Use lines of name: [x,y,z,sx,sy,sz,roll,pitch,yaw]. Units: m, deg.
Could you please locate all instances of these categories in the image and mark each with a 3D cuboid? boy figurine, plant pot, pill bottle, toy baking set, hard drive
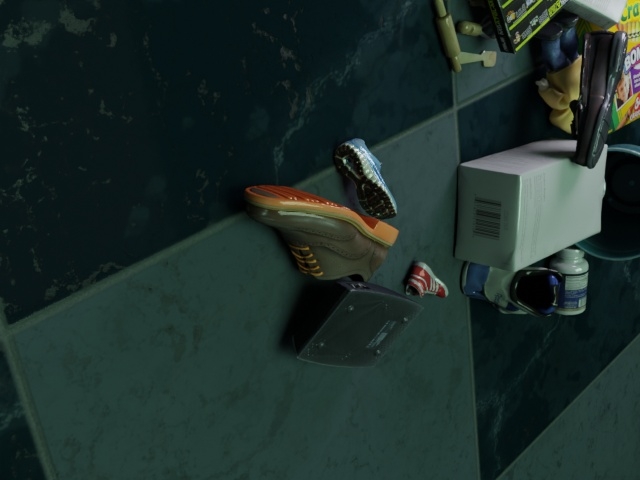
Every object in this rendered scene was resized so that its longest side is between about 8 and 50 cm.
boy figurine: [0.549,-0.367,1.957,0.177,0.092,0.285,-41,131,-19]
plant pot: [0.742,-0.119,2.140,0.255,0.272,0.271,-31,125,-56]
pill bottle: [0.613,0.091,2.171,0.094,0.094,0.169,-21,116,-43]
toy baking set: [0.295,-0.426,1.706,0.197,0.030,0.256,-44,130,-31]
hard drive: [0.066,0.149,1.561,0.172,0.054,0.255,-52,147,15]

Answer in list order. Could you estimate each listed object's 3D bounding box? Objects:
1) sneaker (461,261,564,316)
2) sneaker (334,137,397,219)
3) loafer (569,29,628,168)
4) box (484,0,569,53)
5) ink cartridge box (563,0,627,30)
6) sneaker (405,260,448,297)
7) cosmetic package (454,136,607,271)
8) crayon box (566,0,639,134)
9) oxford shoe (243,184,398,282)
sneaker: [0.466,0.118,1.949,0.316,0.182,0.127,15,92,-49]
sneaker: [0.094,-0.111,1.534,0.162,0.063,0.073,60,42,-16]
loafer: [0.573,-0.301,1.856,0.109,0.095,0.302,26,79,-64]
box: [0.396,-0.493,1.699,0.191,0.045,0.184,-45,131,-18]
ink cartridge box: [0.576,-0.629,1.891,0.239,0.060,0.275,25,81,-8]
sneaker: [0.212,0.099,1.766,0.118,0.042,0.067,45,64,-37]
cosmetic package: [0.466,-0.089,1.909,0.385,0.156,0.217,-17,114,-45]
crayon box: [0.729,-0.449,2.123,0.363,0.106,0.313,-27,121,-40]
oxford shoe: [0.000,0.000,1.441,0.364,0.130,0.132,18,94,-49]
